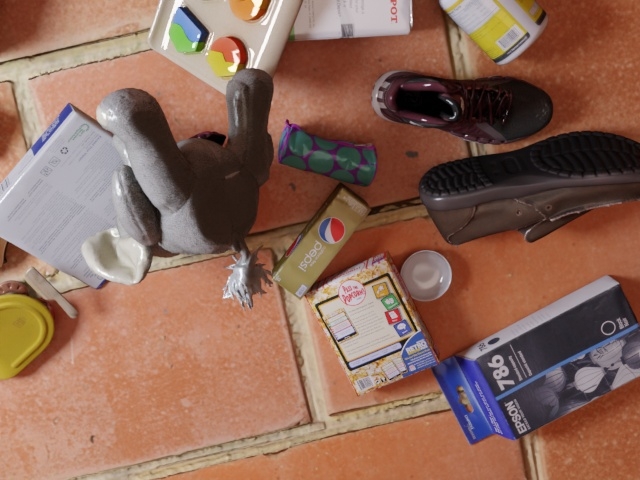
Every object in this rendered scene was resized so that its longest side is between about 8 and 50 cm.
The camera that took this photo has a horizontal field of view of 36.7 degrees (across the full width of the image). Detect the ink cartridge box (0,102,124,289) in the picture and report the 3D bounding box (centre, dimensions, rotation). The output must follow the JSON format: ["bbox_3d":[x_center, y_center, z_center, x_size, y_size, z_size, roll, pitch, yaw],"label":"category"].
[{"bbox_3d":[-0.356,-0.061,1.450,0.223,0.045,0.224,-47,129,6],"label":"ink cartridge box"}]

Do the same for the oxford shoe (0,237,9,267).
[{"bbox_3d":[-0.523,0.032,1.464,0.076,0.076,0.212,38,97,-20],"label":"oxford shoe"}]

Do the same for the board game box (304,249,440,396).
[{"bbox_3d":[0.083,0.133,1.526,0.146,0.045,0.194,-24,103,14],"label":"board game box"}]

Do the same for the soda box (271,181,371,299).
[{"bbox_3d":[0.000,0.000,1.498,0.058,0.061,0.181,37,97,-10],"label":"soda box"}]

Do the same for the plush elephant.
[{"bbox_3d":[-0.205,-0.068,1.350,0.271,0.255,0.330,-29,111,-41],"label":"plush elephant"}]

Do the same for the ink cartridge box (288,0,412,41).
[{"bbox_3d":[0.017,-0.373,1.403,0.219,0.092,0.160,-3,102,-3],"label":"ink cartridge box"}]

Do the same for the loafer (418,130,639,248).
[{"bbox_3d":[0.337,-0.073,1.488,0.365,0.134,0.130,-7,126,7],"label":"loafer"}]

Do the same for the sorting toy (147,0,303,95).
[{"bbox_3d":[-0.142,-0.315,1.373,0.208,0.038,0.193,32,115,17],"label":"sorting toy"}]

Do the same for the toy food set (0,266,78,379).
[{"bbox_3d":[-0.483,0.125,1.494,0.218,0.071,0.128,-40,126,7],"label":"toy food set"}]

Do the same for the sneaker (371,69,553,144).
[{"bbox_3d":[0.220,-0.190,1.421,0.281,0.162,0.107,3,102,-4],"label":"sneaker"}]

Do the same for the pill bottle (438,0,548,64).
[{"bbox_3d":[0.239,-0.354,1.418,0.184,0.103,0.103,43,96,-11],"label":"pill bottle"}]

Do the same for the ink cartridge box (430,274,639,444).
[{"bbox_3d":[0.362,0.206,1.569,0.332,0.065,0.165,-29,103,3],"label":"ink cartridge box"}]

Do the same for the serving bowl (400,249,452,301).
[{"bbox_3d":[0.166,0.054,1.539,0.083,0.027,0.083,-1,102,-4],"label":"serving bowl"}]

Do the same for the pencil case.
[{"bbox_3d":[0.011,-0.132,1.469,0.151,0.064,0.070,13,117,-7],"label":"pencil case"}]
